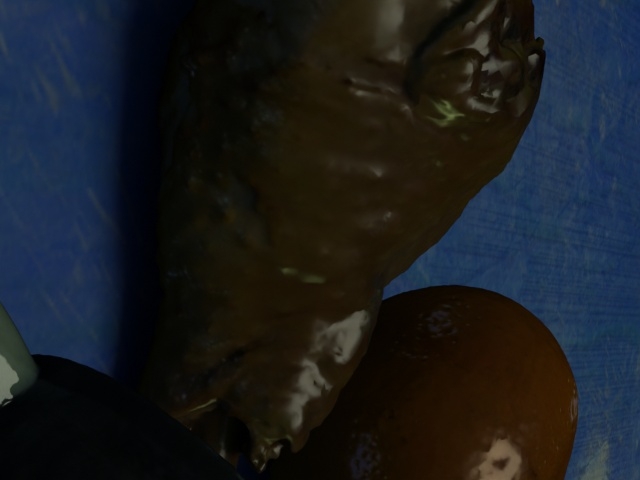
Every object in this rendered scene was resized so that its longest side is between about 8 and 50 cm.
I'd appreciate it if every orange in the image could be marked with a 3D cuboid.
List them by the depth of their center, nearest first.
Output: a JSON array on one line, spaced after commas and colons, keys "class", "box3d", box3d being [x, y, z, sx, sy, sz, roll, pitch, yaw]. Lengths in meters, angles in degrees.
[{"class": "orange", "box3d": [0.062, 0.140, 0.928, 0.240, 0.171, 0.240, 19, 90, -73]}]

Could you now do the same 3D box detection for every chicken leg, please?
[{"class": "chicken leg", "box3d": [0.000, 0.000, 0.801, 0.295, 0.182, 0.409, 9, 100, -80]}]

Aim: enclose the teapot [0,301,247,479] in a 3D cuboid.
[{"class": "teapot", "box3d": [-0.125, 0.163, 0.505, 0.239, 0.239, 0.321, -38, 139, -36]}]
